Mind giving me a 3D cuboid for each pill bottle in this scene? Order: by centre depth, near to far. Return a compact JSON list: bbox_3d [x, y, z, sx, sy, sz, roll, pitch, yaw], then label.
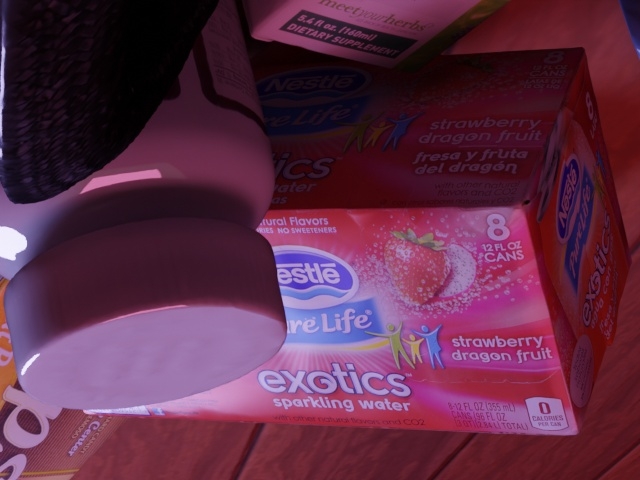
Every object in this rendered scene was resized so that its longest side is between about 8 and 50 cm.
[{"bbox_3d":[-0.085,-0.054,0.631,0.121,0.221,0.121,-12,157,-5],"label":"pill bottle"}]

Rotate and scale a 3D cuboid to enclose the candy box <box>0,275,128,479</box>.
[{"bbox_3d":[-0.215,0.097,0.936,0.316,0.087,0.183,-47,150,10],"label":"candy box"}]

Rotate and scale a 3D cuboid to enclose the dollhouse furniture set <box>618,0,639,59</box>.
[{"bbox_3d":[0.311,-0.095,0.801,0.286,0.198,0.303,-19,158,13],"label":"dollhouse furniture set"}]

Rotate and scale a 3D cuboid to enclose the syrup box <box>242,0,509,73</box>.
[{"bbox_3d":[0.069,-0.168,0.621,0.093,0.096,0.237,7,151,-41],"label":"syrup box"}]

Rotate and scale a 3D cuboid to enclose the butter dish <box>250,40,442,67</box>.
[{"bbox_3d":[0.026,-0.055,0.851,0.160,0.118,0.160,43,133,-14],"label":"butter dish"}]

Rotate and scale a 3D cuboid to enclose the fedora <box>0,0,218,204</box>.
[{"bbox_3d":[-0.070,-0.174,0.401,0.152,0.334,0.334,24,152,-2],"label":"fedora"}]

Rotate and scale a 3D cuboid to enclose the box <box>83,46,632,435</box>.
[{"bbox_3d":[0.000,0.000,0.741,0.257,0.123,0.128,-1,128,25],"label":"box"}]
